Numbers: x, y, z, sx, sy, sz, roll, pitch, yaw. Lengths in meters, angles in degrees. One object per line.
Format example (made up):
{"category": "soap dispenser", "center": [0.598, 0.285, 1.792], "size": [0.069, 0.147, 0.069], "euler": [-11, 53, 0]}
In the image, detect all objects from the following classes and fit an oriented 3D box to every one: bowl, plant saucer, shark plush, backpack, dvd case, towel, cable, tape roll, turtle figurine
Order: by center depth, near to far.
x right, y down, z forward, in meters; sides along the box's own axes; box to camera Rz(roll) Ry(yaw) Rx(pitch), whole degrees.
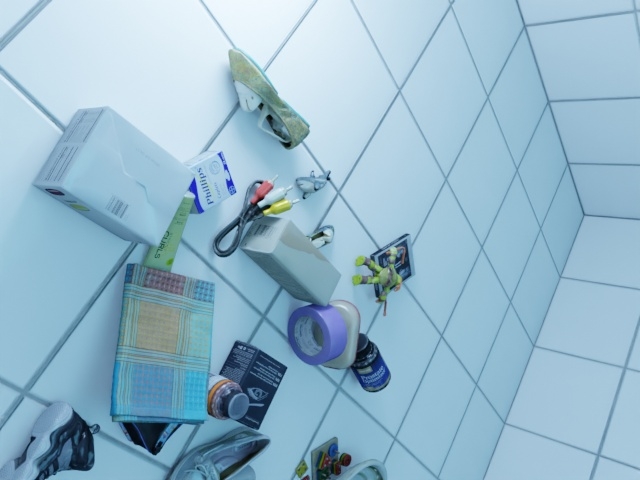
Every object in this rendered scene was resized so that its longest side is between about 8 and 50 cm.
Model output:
{"category": "towel", "center": [-0.376, 0.259, 1.437], "size": [0.271, 0.040, 0.370], "euler": [20, 64, -46]}
{"category": "backpack", "center": [-0.412, 0.422, 1.477], "size": [0.173, 0.117, 0.158], "euler": [-42, 125, -39]}
{"category": "cable", "center": [-0.203, -0.080, 1.638], "size": [0.287, 0.072, 0.139], "euler": [-39, 81, -23]}
{"category": "bowl", "center": [-0.252, 0.763, 1.764], "size": [0.142, 0.053, 0.142], "euler": [10, 90, -50]}
{"category": "tape roll", "center": [-0.011, 0.294, 1.846], "size": [0.080, 0.189, 0.189], "euler": [-10, 104, -46]}
{"category": "shark plush", "center": [-0.011, -0.198, 1.866], "size": [0.161, 0.073, 0.067], "euler": [-35, 91, -34]}
{"category": "plant saucer", "center": [0.089, 0.967, 2.120], "size": [0.400, 0.100, 0.400], "euler": [-22, 121, -43]}
{"category": "turtle figurine", "center": [0.221, 0.142, 2.123], "size": [0.217, 0.087, 0.269], "euler": [14, 95, -32]}
{"category": "dvd case", "center": [0.282, 0.096, 2.257], "size": [0.239, 0.029, 0.179], "euler": [-28, 116, -42]}

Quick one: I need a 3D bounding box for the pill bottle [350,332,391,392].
{"category": "pill bottle", "center": [0.167, 0.441, 2.119], "size": [0.123, 0.123, 0.219], "euler": [-50, 130, -30]}

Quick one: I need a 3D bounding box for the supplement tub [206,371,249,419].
{"category": "supplement tub", "center": [-0.281, 0.415, 1.562], "size": [0.106, 0.198, 0.106], "euler": [-12, 106, -46]}

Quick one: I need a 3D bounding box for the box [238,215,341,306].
{"category": "box", "center": [-0.085, 0.065, 1.760], "size": [0.311, 0.148, 0.121], "euler": [48, 61, -43]}

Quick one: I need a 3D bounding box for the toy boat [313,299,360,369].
{"category": "toy boat", "center": [0.062, 0.316, 1.993], "size": [0.151, 0.151, 0.231], "euler": [1, 98, -78]}

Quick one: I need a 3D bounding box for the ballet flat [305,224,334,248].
{"category": "ballet flat", "center": [0.000, 0.000, 1.901], "size": [0.188, 0.070, 0.070], "euler": [-30, 118, -41]}

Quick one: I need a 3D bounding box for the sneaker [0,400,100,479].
{"category": "sneaker", "center": [-0.600, 0.507, 1.294], "size": [0.153, 0.101, 0.268], "euler": [49, 59, -38]}

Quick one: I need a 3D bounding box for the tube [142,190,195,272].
{"category": "tube", "center": [-0.380, -0.012, 1.463], "size": [0.070, 0.062, 0.240], "euler": [22, 104, -9]}

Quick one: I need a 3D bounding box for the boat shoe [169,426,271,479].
{"category": "boat shoe", "center": [-0.282, 0.633, 1.655], "size": [0.320, 0.103, 0.118], "euler": [-17, 97, -47]}

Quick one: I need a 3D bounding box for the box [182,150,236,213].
{"category": "box", "center": [-0.306, -0.153, 1.529], "size": [0.137, 0.072, 0.126], "euler": [-38, 122, -37]}

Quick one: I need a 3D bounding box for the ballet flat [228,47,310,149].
{"category": "ballet flat", "center": [-0.157, -0.379, 1.634], "size": [0.348, 0.123, 0.123], "euler": [43, 65, -43]}

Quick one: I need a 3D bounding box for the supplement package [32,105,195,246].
{"category": "supplement package", "center": [-0.455, -0.138, 1.311], "size": [0.262, 0.145, 0.204], "euler": [40, 67, -43]}

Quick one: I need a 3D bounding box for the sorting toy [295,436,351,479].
{"category": "sorting toy", "center": [0.022, 0.794, 2.077], "size": [0.274, 0.046, 0.132], "euler": [-13, 106, -46]}

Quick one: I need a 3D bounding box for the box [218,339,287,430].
{"category": "box", "center": [-0.215, 0.422, 1.703], "size": [0.153, 0.108, 0.207], "euler": [45, 64, -42]}
